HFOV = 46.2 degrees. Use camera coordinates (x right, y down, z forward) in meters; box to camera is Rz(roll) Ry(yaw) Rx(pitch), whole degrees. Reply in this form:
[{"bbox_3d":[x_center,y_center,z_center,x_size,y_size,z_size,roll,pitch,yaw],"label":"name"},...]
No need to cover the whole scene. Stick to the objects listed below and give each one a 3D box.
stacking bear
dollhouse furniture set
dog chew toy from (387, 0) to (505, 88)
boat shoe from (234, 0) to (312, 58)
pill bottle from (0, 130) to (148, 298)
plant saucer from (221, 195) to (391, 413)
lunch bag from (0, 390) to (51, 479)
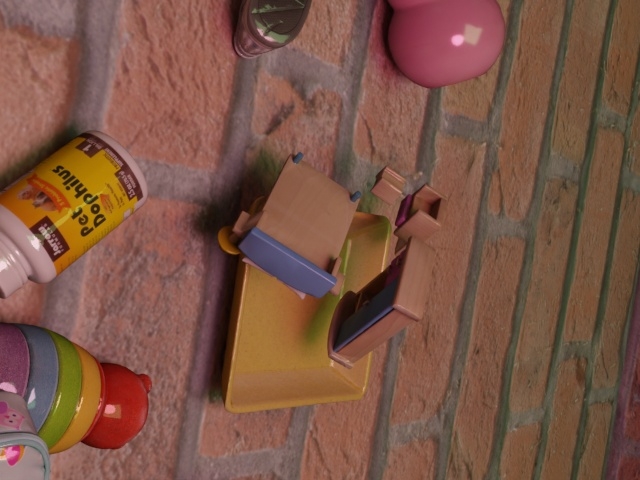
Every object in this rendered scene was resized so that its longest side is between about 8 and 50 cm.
[{"bbox_3d":[-0.333,0.186,0.906,0.289,0.164,0.175,29,77,-50],"label":"stacking bear"},{"bbox_3d":[0.000,0.000,1.164,0.303,0.198,0.286,32,47,-13],"label":"dollhouse furniture set"},{"bbox_3d":[0.203,-0.444,1.316,0.207,0.207,0.331,-28,109,-40],"label":"dog chew toy"},{"bbox_3d":[-0.044,-0.420,1.140,0.118,0.103,0.320,28,71,-26],"label":"boat shoe"},{"bbox_3d":[-0.320,-0.030,0.898,0.215,0.117,0.117,-46,127,-30],"label":"pill bottle"},{"bbox_3d":[-0.033,0.104,1.251,0.333,0.081,0.332,7,92,-47],"label":"plant saucer"},{"bbox_3d":[-0.388,0.293,0.723,0.224,0.108,0.279,-4,116,-39],"label":"lunch bag"}]
